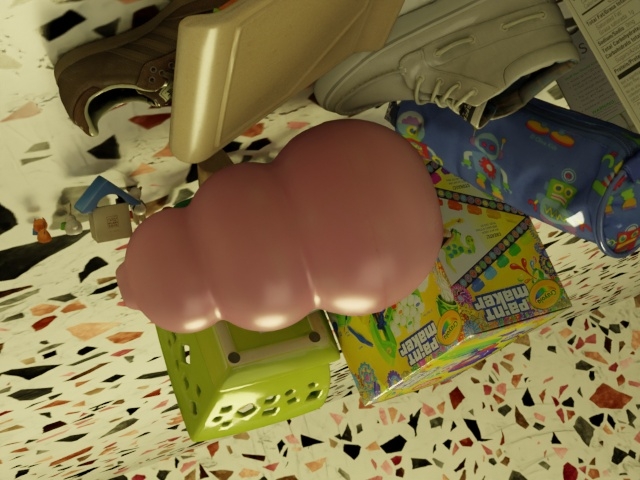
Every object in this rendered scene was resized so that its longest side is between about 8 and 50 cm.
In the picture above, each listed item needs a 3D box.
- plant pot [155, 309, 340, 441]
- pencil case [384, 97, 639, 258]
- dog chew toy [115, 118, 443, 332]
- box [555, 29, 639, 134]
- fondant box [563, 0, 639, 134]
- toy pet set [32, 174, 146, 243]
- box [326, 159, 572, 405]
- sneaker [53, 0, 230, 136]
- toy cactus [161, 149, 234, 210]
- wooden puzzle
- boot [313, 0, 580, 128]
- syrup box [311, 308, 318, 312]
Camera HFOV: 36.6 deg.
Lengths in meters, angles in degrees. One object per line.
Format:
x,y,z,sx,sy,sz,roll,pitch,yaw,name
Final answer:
-0.106,0.142,1.449,0.227,0.228,0.207,-12,154,-23,plant pot
0.215,-0.099,1.018,0.119,0.306,0.133,-41,139,-20,pencil case
-0.047,-0.001,1.004,0.332,0.206,0.206,-17,163,-5,dog chew toy
0.430,-0.178,1.116,0.262,0.231,0.127,-30,161,23,box
0.357,-0.153,0.927,0.096,0.330,0.238,-33,160,30,fondant box
-0.244,-0.039,1.035,0.122,0.065,0.114,-12,-165,-22,toy pet set
0.140,0.039,1.334,0.177,0.279,0.290,-11,160,-32,box
-0.124,-0.145,0.796,0.188,0.071,0.066,-24,163,7,sneaker
-0.110,-0.038,1.123,0.219,0.112,0.180,-13,153,0,toy cactus
-0.024,-0.176,0.808,0.239,0.044,0.221,-34,168,-21,wooden puzzle
0.123,-0.163,0.960,0.258,0.123,0.095,-28,162,18,boot
0.000,0.000,1.279,0.096,0.093,0.237,-18,153,-35,syrup box
